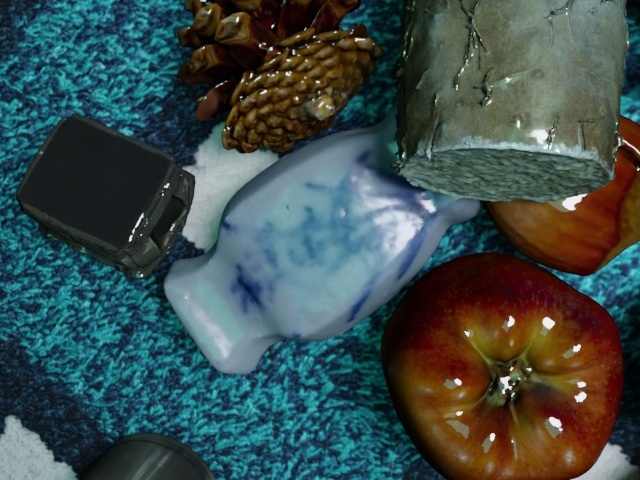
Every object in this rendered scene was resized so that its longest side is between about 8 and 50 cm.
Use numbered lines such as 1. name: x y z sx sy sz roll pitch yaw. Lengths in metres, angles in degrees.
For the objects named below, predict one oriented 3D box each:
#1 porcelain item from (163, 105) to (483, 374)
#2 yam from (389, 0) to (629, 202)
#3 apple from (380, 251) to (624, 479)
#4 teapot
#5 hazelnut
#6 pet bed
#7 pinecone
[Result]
1. porcelain item: 0.000 0.000 0.804 0.405 0.178 0.242 -35 88 11
2. yam: 0.197 -0.213 0.613 0.241 0.241 0.348 5 74 12
3. apple: 0.213 0.154 0.722 0.288 0.317 0.288 -1 83 8
4. teapot: -0.280 0.490 0.911 0.240 0.239 0.321 -26 93 17
5. hazelnut: 0.300 -0.073 0.719 0.181 0.212 0.181 1 133 54
6. pet bed: -0.307 -0.058 0.888 0.211 0.159 0.183 23 77 7
7. pinecone: -0.057 -0.248 0.755 0.264 0.264 0.264 2 99 13
